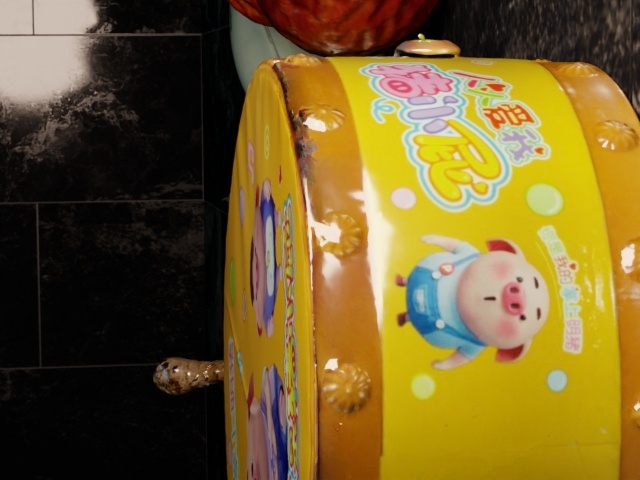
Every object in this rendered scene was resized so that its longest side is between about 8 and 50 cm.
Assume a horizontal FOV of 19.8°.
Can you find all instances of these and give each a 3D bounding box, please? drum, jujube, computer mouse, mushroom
[{"bbox_3d":[0.065,0.086,1.154,0.431,0.214,0.431,180,90,-81],"label":"drum"},{"bbox_3d":[0.037,-0.263,1.477,0.255,0.190,0.190,132,138,-52],"label":"jujube"},{"bbox_3d":[-0.038,-0.176,1.950,0.159,0.097,0.288,-108,4,-54],"label":"computer mouse"},{"bbox_3d":[-0.071,0.146,1.991,0.227,0.218,0.148,117,151,-71],"label":"mushroom"}]

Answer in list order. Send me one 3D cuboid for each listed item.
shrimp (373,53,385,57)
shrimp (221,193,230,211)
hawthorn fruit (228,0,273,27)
[{"bbox_3d":[0.032,-0.261,1.831,0.173,0.058,0.253,-124,30,-60],"label":"shrimp"},{"bbox_3d":[-0.073,-0.158,2.423,0.445,0.085,0.272,108,165,-56],"label":"shrimp"},{"bbox_3d":[-0.028,-0.277,1.689,0.179,0.200,0.179,36,134,50],"label":"hawthorn fruit"}]
